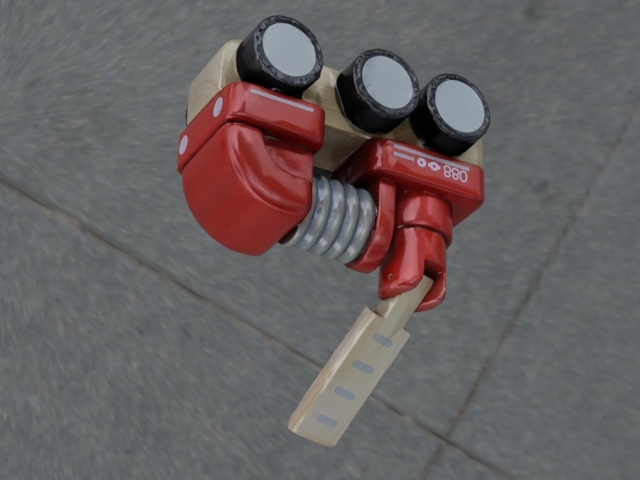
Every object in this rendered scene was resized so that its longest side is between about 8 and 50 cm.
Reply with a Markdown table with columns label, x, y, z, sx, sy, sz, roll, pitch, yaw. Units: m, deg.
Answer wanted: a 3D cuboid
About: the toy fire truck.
| label | x | y | z | sx | sy | sz | roll | pitch | yaw |
| --- | --- | --- | --- | --- | --- | --- | --- | --- | --- |
| toy fire truck | 0.000 | 0.000 | 1.236 | 0.217 | 0.158 | 0.246 | 16 | 58 | -24 |
